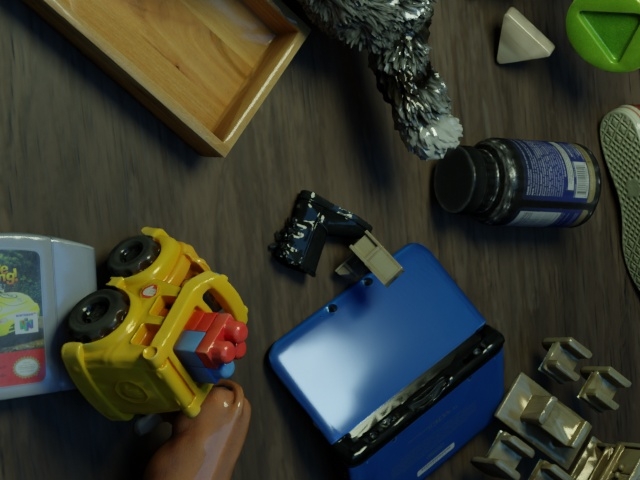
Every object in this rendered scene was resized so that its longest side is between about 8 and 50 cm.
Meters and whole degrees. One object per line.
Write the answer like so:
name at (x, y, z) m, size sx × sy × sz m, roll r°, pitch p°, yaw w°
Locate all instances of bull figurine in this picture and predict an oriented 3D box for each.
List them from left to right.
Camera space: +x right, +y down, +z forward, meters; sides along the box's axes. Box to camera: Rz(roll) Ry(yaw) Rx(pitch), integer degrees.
bull figurine at (-0.180, 0.308, 1.809) m, size 0.101 × 0.188 × 0.310 m, roll 34°, pitch 76°, yaw -28°

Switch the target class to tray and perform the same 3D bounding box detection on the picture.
tray at (-0.219, -0.304, 1.809) m, size 0.411 × 0.076 × 0.203 m, roll 41°, pitch 73°, yaw -26°

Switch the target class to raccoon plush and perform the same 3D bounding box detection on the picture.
raccoon plush at (0.022, -0.287, 1.799) m, size 0.299 × 0.216 × 0.446 m, roll -26°, pitch 90°, yaw -45°

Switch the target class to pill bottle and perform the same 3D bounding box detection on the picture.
pill bottle at (0.272, -0.080, 2.099) m, size 0.219 × 0.123 × 0.123 m, roll 2°, pitch 93°, yaw -32°

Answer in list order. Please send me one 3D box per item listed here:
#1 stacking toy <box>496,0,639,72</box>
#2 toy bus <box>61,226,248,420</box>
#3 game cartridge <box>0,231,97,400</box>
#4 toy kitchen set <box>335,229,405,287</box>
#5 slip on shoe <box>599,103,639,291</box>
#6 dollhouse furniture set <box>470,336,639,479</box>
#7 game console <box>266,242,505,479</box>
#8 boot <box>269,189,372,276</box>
stacking toy at (0.346, -0.380, 2.047) m, size 0.130 × 0.309 × 0.279 m, roll -52°, pitch 136°, yaw -41°
toy bus at (-0.161, 0.096, 1.766) m, size 0.149 × 0.211 × 0.220 m, roll 59°, pitch 44°, yaw -36°
game cartridge at (-0.394, 0.089, 1.743) m, size 0.294 × 0.060 × 0.196 m, roll -6°, pitch 93°, yaw -31°
toy kitchen set at (0.069, 0.044, 1.996) m, size 0.068 × 0.075 × 0.083 m, roll -43°, pitch 157°, yaw 2°
slip on shoe at (0.507, -0.048, 2.255) m, size 0.101 × 0.123 × 0.331 m, roll -21°, pitch 99°, yaw -33°
dollhouse furniture set at (0.347, 0.286, 2.172) m, size 0.242 × 0.161 × 0.212 m, roll 37°, pitch 74°, yaw -15°
game console at (0.094, 0.196, 2.066) m, size 0.293 × 0.173 × 0.250 m, roll -35°, pitch 142°, yaw -25°
boot at (0.001, 0.000, 1.983) m, size 0.121 × 0.045 × 0.099 m, roll 27°, pitch 77°, yaw -23°
